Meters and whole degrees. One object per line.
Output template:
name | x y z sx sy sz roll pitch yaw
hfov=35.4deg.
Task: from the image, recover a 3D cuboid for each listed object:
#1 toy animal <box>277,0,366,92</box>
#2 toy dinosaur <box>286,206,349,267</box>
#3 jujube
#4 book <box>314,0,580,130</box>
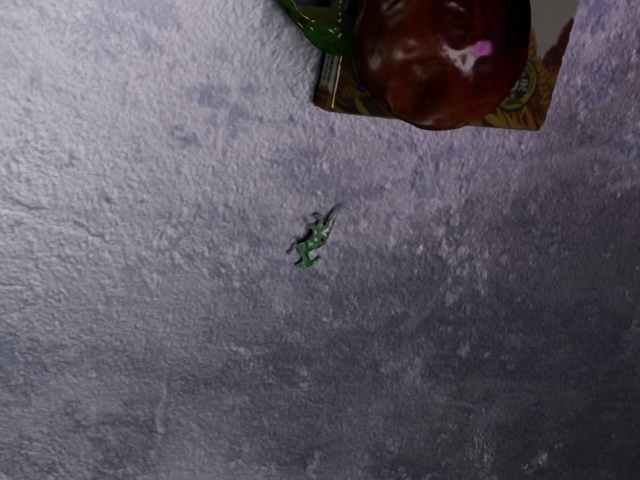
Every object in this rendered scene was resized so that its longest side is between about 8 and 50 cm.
toy animal | -0.005 -0.245 0.999 0.075 0.041 0.217 -43 110 11
toy dinosaur | 0.000 0.000 1.155 0.083 0.021 0.062 -19 127 -14
jujube | 0.127 -0.214 0.970 0.168 0.168 0.236 59 45 -34
book | 0.170 -0.333 1.073 0.300 0.039 0.428 1 112 -26
